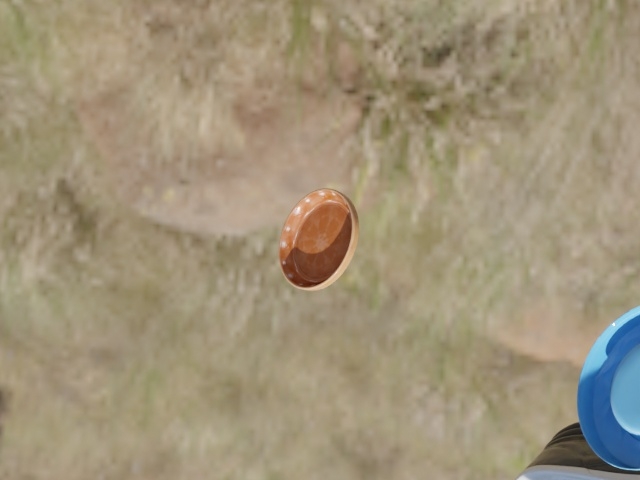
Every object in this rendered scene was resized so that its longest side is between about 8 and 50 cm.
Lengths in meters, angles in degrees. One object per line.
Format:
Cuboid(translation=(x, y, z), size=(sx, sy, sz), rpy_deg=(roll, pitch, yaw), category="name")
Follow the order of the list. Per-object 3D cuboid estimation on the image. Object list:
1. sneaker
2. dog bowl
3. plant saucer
Cuboid(translation=(0.356, 0.257, 1.918), size=(0.296, 0.147, 0.104), rpy_deg=(10, 114, 13), category="sneaker")
Cuboid(translation=(0.380, 0.119, 1.712), size=(0.297, 0.166, 0.074), rpy_deg=(-30, 140, 31), category="dog bowl")
Cuboid(translation=(0.000, 0.000, 1.461), size=(0.083, 0.083, 0.013), rpy_deg=(-20, 150, 41), category="plant saucer")
